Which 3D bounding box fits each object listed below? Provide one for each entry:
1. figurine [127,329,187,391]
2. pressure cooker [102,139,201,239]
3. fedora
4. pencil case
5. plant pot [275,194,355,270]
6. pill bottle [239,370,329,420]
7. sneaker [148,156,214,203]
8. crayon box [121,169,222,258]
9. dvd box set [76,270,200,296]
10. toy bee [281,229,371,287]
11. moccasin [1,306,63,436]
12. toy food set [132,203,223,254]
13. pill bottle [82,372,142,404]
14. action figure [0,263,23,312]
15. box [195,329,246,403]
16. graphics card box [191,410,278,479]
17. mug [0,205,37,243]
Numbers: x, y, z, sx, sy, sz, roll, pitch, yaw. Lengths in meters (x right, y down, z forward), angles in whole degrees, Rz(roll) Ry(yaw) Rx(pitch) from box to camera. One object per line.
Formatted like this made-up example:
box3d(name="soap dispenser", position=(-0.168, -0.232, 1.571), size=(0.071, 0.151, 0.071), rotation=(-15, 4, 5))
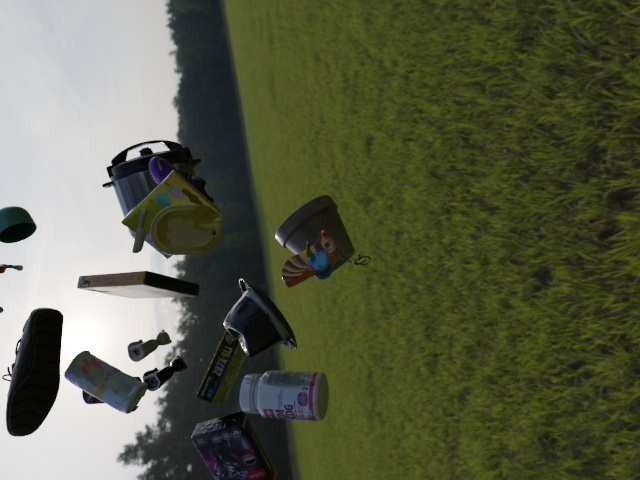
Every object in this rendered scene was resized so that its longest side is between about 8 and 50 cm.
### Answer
box3d(name="figurine", position=(-0.663, 0.482, 1.854), size=(0.215, 0.092, 0.209), rotation=(60, -159, 3))
box3d(name="pressure cooker", position=(-0.728, -0.240, 2.028), size=(0.370, 0.375, 0.420), rotation=(-31, -73, -58))
box3d(name="fedora", position=(-0.223, 0.283, 1.492), size=(0.334, 0.152, 0.334), rotation=(44, 158, 22))
box3d(name="pencil case", position=(-0.742, 0.488, 1.559), size=(0.113, 0.273, 0.124), rotation=(-62, -1, 28))
box3d(name="plant pot", position=(0.000, 0.000, 2.056), size=(0.280, 0.323, 0.323), rotation=(53, 165, 12))
box3d(name="pill bottle", position=(-0.124, 0.537, 1.560), size=(0.160, 0.283, 0.160), rotation=(-3, -90, -75))
box3d(name="sneaker", position=(-0.529, -0.228, 1.759), size=(0.293, 0.146, 0.102), rotation=(51, -144, -31))
box3d(name="crayon box", position=(-0.475, -0.090, 1.465), size=(0.202, 0.318, 0.081), rotation=(45, -146, -23))
box3d(name="dvd box set", position=(-0.782, 0.198, 1.937), size=(0.307, 0.420, 0.062), rotation=(28, -119, -56))
box3d(name="toy bee", position=(0.000, 0.055, 1.590), size=(0.195, 0.298, 0.162), rotation=(111, 147, -54))
box3d(name="moccasin", position=(-0.893, 0.400, 1.387), size=(0.147, 0.139, 0.380), rotation=(-18, 72, 46))
box3d(name="toy food set", position=(-0.347, -0.020, 1.129), size=(0.071, 0.218, 0.128), rotation=(85, -175, -77))
box3d(name="pill bottle", position=(-0.893, 0.638, 1.934), size=(0.219, 0.123, 0.123), rotation=(20, -129, -51))
box3d(name="action figure", position=(-1.341, 0.182, 1.668), size=(0.341, 0.178, 0.330), rotation=(-60, -24, -7))
box3d(name="box", position=(-0.410, 0.546, 1.955), size=(0.257, 0.079, 0.322), rotation=(89, -158, -70))
box3d(name="graphics card box", position=(-0.360, 0.921, 1.908), size=(0.094, 0.233, 0.371), rotation=(-76, -34, -71))
box3d(name="mug", position=(-1.138, -0.066, 1.635), size=(0.097, 0.129, 0.158), rotation=(53, -170, 12))
